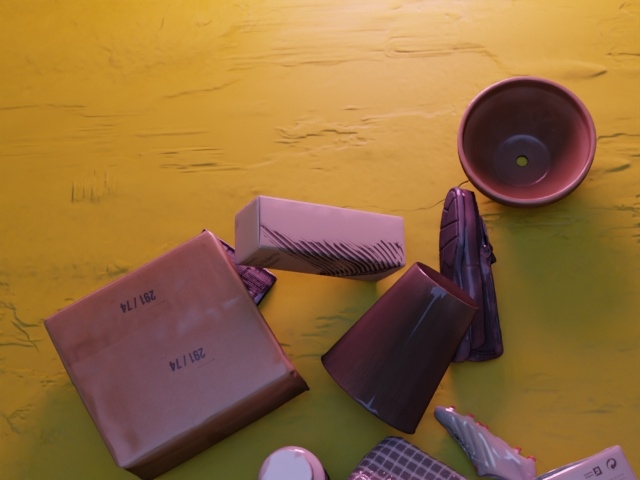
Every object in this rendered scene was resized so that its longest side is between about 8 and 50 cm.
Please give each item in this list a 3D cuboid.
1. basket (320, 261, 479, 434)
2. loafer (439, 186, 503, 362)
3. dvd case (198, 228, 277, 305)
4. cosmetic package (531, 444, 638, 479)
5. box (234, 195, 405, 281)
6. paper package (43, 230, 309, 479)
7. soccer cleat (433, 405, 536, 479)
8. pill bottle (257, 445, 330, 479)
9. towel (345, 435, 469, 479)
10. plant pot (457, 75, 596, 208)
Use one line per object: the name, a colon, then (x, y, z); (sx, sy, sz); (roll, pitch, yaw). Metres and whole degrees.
basket: (0.142, 0.162, 1.900); (0.204, 0.154, 0.227); (42, 102, 30)
loafer: (0.260, 0.060, 2.003); (0.095, 0.109, 0.303); (4, 77, -13)
dvd case: (-0.205, 0.110, 2.064); (0.164, 0.018, 0.221); (33, 77, 14)
cosmetic package: (0.450, 0.526, 1.753); (0.156, 0.217, 0.385); (-21, 69, -8)
box: (0.000, 0.000, 1.968); (0.275, 0.113, 0.094); (7, 69, -24)
paper package: (-0.238, 0.190, 1.944); (0.324, 0.168, 0.310); (-30, 71, -4)
soccer cleat: (0.261, 0.342, 1.917); (0.196, 0.068, 0.076); (33, 81, 12)
pill bottle: (-0.042, 0.386, 1.862); (0.108, 0.193, 0.108); (-2, 71, 5)
towel: (0.146, 0.452, 1.800); (0.283, 0.121, 0.235); (28, 51, 28)
plant pot: (0.358, -0.158, 2.050); (0.237, 0.110, 0.238); (-2, 72, 6)
